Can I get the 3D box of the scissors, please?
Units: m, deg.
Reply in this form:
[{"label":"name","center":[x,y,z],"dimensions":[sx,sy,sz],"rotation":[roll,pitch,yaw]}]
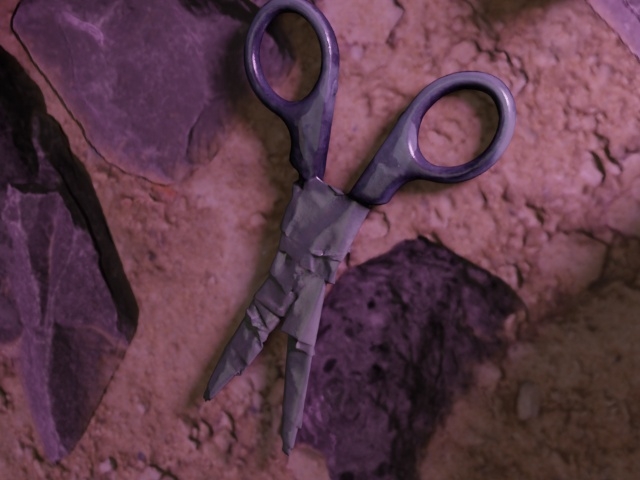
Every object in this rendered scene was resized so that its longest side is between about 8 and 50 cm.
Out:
[{"label":"scissors","center":[0.000,0.000,1.189],"dimensions":[0.256,0.029,0.384],"rotation":[23,101,18]}]
